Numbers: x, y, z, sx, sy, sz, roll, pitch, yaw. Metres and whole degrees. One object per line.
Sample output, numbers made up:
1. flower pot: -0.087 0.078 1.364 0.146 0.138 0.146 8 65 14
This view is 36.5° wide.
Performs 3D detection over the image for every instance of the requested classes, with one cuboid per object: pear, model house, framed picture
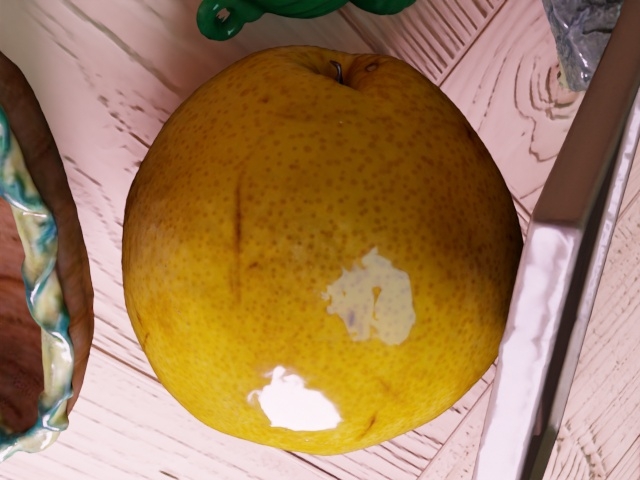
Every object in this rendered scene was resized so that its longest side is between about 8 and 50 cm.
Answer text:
1. pear: 0.000 0.000 0.504 0.209 0.209 0.209 -16 122 -28
2. model house: 0.191 -0.155 0.663 0.079 0.066 0.083 -30 110 -6
3. framed picture: 0.139 0.077 0.597 0.326 0.028 0.446 -54 154 -47

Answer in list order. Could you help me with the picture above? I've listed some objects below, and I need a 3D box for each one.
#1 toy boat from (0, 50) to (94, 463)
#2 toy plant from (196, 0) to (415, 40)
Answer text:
1. toy boat: -0.169 -0.025 0.439 0.099 0.108 0.293 -46 138 -43
2. toy plant: 0.017 -0.175 0.498 0.200 0.105 0.143 -47 146 17
